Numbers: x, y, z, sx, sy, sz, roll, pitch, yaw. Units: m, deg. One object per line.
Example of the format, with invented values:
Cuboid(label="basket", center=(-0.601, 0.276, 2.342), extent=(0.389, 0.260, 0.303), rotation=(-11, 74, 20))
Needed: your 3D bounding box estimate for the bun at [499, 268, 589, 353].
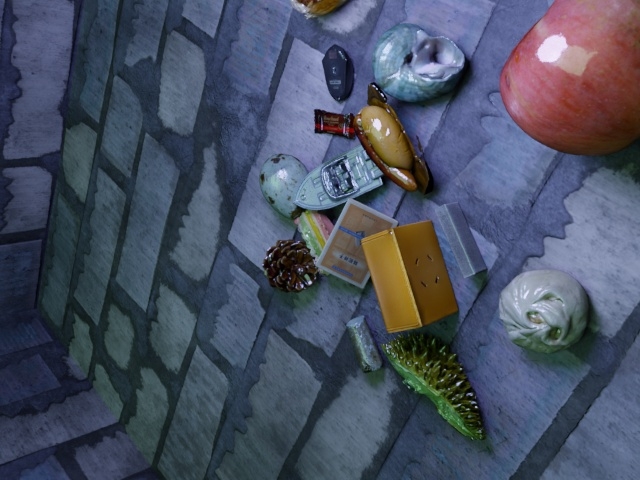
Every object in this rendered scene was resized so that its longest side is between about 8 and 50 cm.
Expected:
Cuboid(label="bun", center=(0.542, 0.181, 1.459), extent=(0.231, 0.133, 0.231), rotation=(8, 102, 38))

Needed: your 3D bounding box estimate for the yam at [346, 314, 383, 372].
Cuboid(label="yam", center=(0.140, 0.330, 1.879), extent=(0.078, 0.078, 0.179), rotation=(-27, 78, 41))

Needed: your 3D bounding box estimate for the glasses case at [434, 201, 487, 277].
Cuboid(label="glasses case", center=(0.380, -0.002, 1.609), extent=(0.047, 0.070, 0.205), rotation=(-31, 77, 43))

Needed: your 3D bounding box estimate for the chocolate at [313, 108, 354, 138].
Cuboid(label="chocolate", center=(0.043, -0.371, 1.874), extent=(0.182, 0.028, 0.086), rotation=(15, 114, 40))

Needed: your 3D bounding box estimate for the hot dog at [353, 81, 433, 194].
Cuboid(label="hot dog", center=(0.184, -0.259, 1.632), extent=(0.326, 0.107, 0.194), rotation=(57, 172, 13))

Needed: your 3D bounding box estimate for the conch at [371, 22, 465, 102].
Cuboid(label="conch", center=(0.245, -0.484, 1.588), extent=(0.220, 0.195, 0.277), rotation=(-39, 46, 14))

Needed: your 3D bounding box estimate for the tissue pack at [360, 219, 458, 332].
Cuboid(label="tissue pack", center=(0.249, 0.099, 1.667), extent=(0.145, 0.194, 0.275), rotation=(-20, 83, 46))

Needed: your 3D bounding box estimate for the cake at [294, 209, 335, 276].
Cuboid(label="cake", center=(0.013, -0.004, 1.912), extent=(0.109, 0.090, 0.225), rotation=(-36, 78, 38))

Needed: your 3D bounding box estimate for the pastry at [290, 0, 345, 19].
Cuboid(label="pastry", center=(0.027, -0.787, 1.731), extent=(0.256, 0.170, 0.237), rotation=(-40, 51, 43))

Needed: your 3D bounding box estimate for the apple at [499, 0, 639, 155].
Cuboid(label="apple", center=(0.566, -0.345, 1.206), extent=(0.363, 0.363, 0.364), rotation=(9, 103, 40))

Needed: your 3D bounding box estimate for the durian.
Cuboid(label="durian", center=(0.317, 0.419, 1.689), extent=(0.394, 0.163, 0.198), rotation=(45, 126, 19))

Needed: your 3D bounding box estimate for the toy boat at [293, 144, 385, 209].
Cuboid(label="toy boat", center=(0.050, -0.179, 1.809), extent=(0.319, 0.092, 0.141), rotation=(-24, 82, 24))

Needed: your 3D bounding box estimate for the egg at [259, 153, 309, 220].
Cuboid(label="egg", center=(-0.108, -0.174, 1.948), extent=(0.169, 0.169, 0.231), rotation=(-16, 104, 42))

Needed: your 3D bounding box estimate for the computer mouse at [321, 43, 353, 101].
Cuboid(label="computer mouse", center=(0.058, -0.515, 1.818), extent=(0.099, 0.057, 0.172), rotation=(12, 117, 38))

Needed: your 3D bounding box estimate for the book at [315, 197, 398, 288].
Cuboid(label="book", center=(0.109, 0.011, 1.805), extent=(0.170, 0.018, 0.242), rotation=(25, 107, -1))

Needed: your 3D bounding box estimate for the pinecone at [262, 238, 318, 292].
Cuboid(label="pinecone", center=(-0.091, 0.085, 1.979), extent=(0.212, 0.168, 0.186), rotation=(-8, 106, 55))
